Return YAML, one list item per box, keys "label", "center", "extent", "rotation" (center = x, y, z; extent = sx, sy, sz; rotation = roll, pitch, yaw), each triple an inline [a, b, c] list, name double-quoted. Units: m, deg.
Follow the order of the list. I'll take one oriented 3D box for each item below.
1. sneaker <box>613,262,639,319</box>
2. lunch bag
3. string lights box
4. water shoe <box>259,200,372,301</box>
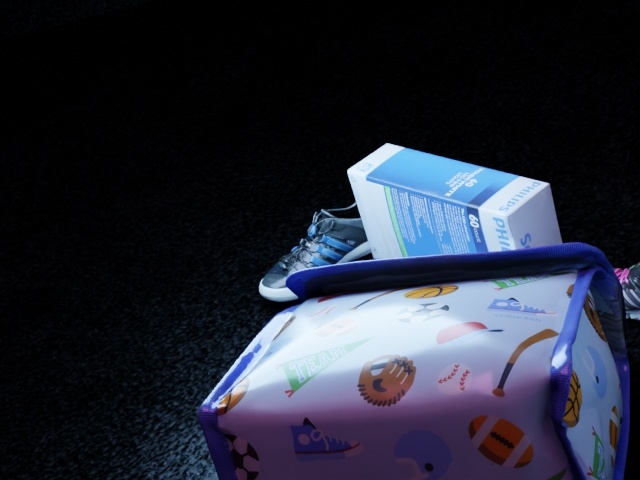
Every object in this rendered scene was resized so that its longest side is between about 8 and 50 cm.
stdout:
- label: "sneaker"
  center: [0.339, 0.044, 1.351]
  extent: [0.170, 0.074, 0.063]
  rotation: [16, 44, 45]
- label: "lunch bag"
  center: [0.112, 0.134, 1.189]
  extent: [0.328, 0.238, 0.385]
  rotation: [-7, 16, 20]
- label: "string lights box"
  center: [0.157, -0.019, 1.499]
  extent: [0.077, 0.133, 0.260]
  rotation: [-36, 35, -29]
- label: "water shoe"
  center: [0.000, 0.000, 1.608]
  extent: [0.203, 0.080, 0.073]
  rotation: [-32, 32, -22]
